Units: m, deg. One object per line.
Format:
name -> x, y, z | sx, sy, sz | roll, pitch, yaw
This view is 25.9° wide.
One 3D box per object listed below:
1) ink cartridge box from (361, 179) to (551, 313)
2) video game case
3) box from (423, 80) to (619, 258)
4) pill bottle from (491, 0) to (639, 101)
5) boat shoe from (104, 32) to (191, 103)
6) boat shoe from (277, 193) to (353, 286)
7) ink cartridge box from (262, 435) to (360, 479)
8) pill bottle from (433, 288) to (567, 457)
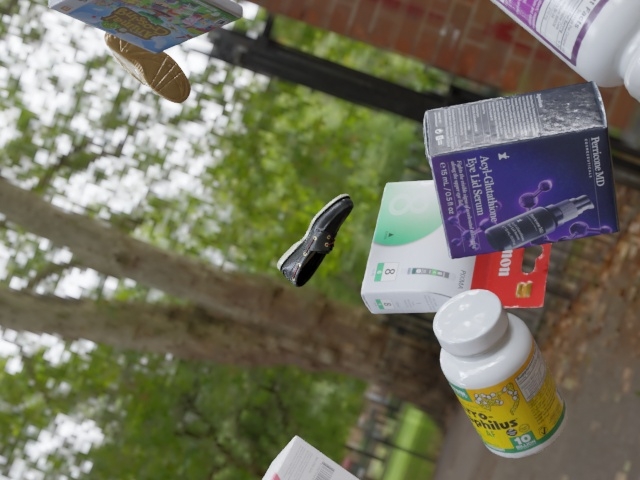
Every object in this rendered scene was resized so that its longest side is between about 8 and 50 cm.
ink cartridge box -> 0.176, 0.004, 1.760 | 0.056, 0.225, 0.181 | 59, -144, -45
video game case -> -0.254, -0.341, 2.035 | 0.212, 0.193, 0.023 | 19, -115, -46
box -> 0.236, -0.082, 1.630 | 0.108, 0.207, 0.153 | -87, -16, -54
pill bottle -> 0.342, -0.297, 1.722 | 0.169, 0.301, 0.169 | -34, -28, -21
boat shoe -> -0.278, -0.284, 2.263 | 0.063, 0.170, 0.059 | -46, -2, -10
boat shoe -> 0.001, 0.000, 1.723 | 0.133, 0.042, 0.049 | -51, -27, 16
ink cartridge box -> 0.007, 0.407, 1.961 | 0.092, 0.218, 0.158 | -53, 4, 45
pill bottle -> 0.217, 0.161, 1.709 | 0.208, 0.117, 0.117 | 59, -141, -35
